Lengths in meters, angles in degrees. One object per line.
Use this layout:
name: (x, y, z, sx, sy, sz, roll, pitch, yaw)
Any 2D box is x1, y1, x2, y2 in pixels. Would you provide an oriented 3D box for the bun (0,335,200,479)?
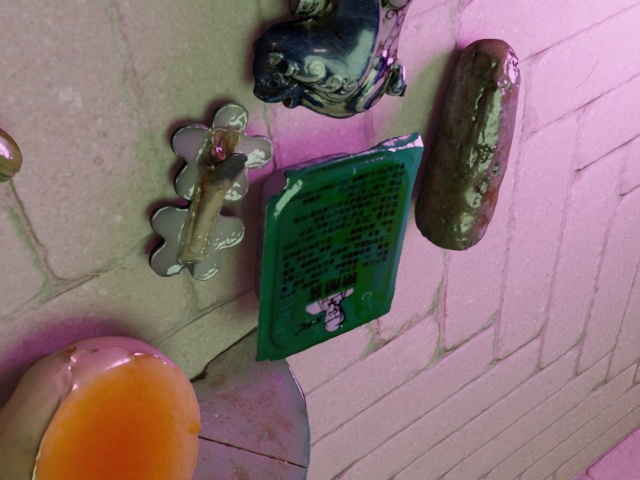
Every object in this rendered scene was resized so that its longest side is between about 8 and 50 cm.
bun: (-0.311, 0.265, 1.061, 0.299, 0.165, 0.298, -10, 103, -52)

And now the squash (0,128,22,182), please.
squash: (-0.386, -0.116, 0.759, 0.069, 0.069, 0.239, -52, 139, 6)

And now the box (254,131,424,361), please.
box: (0.000, 0.000, 1.182, 0.264, 0.106, 0.336, -18, 134, -31)

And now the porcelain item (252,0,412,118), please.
porcelain item: (0.026, -0.284, 0.962, 0.186, 0.138, 0.287, 2, 127, -23)

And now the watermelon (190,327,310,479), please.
watermelon: (-0.142, 0.358, 1.333, 0.292, 0.319, 0.222, -29, 173, -12)

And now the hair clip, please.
hair clip: (-0.143, -0.055, 1.037, 0.146, 0.075, 0.257, -2, 130, -39)

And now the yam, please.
yam: (0.234, -0.155, 1.258, 0.133, 0.133, 0.330, -15, 126, -34)
